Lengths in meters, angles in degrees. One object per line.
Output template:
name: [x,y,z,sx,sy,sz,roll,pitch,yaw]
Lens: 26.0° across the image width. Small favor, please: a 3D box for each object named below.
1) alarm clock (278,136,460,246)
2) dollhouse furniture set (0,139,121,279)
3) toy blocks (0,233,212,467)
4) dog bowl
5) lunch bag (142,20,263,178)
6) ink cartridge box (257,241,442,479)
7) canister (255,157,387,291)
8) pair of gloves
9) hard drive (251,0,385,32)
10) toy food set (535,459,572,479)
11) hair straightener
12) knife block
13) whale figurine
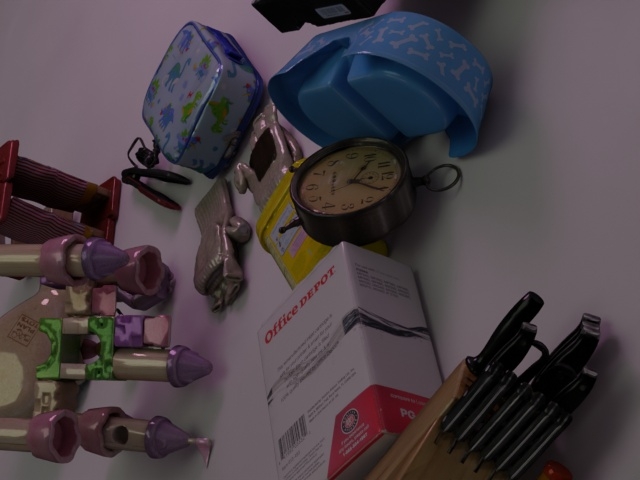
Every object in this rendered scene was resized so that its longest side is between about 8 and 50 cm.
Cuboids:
alarm clock: [0.055,-0.051,1.462,0.192,0.064,0.129,-10,40,17]
dollhouse furniture set: [-0.503,-0.008,2.276,0.374,0.201,0.152,-28,50,49]
toy blocks: [-0.242,0.142,1.794,0.260,0.309,0.289,-1,82,25]
dog bowl: [0.065,-0.161,1.472,0.297,0.166,0.074,-5,50,58]
lunch bag: [-0.165,-0.203,1.941,0.176,0.090,0.219,-62,31,17]
ink cartridge box: [0.031,0.148,1.400,0.172,0.100,0.237,-47,38,35]
canister: [0.000,0.000,1.567,0.126,0.073,0.170,-58,33,18]
pair of gloves: [-0.103,-0.039,1.792,0.240,0.042,0.204,-47,37,37]
hard drive: [0.078,-0.387,1.555,0.339,0.064,0.237,-54,23,-12]
toy food set: [0.182,0.270,1.051,0.104,0.111,0.232,-60,0,18]
hair straightener: [-0.248,-0.109,2.082,0.230,0.047,0.089,28,97,65]
knife block: [0.133,0.167,1.212,0.242,0.088,0.276,-53,0,-24]
whale figurine: [-0.439,0.171,2.143,0.216,0.141,0.272,23,75,20]
